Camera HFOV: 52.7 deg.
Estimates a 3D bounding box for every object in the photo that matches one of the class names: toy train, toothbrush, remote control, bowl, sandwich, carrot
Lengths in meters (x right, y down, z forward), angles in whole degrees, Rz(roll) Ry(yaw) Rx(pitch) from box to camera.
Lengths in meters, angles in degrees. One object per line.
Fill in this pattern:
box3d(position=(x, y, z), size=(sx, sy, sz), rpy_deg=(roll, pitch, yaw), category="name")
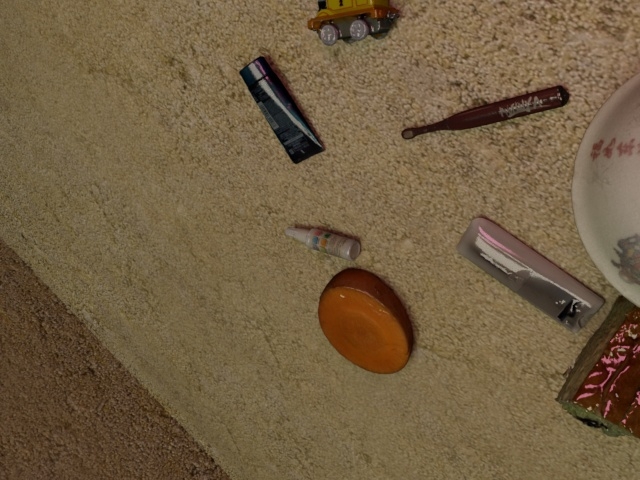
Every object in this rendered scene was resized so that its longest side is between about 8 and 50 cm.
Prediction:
box3d(position=(0.065, -0.471, 1.330), size=(0.220, 0.089, 0.127), rpy_deg=(5, 108, 39), category="toy train")
box3d(position=(0.311, -0.245, 1.291), size=(0.364, 0.041, 0.040), rpy_deg=(-8, 110, 43), category="toothbrush")
box3d(position=(0.433, 0.077, 1.374), size=(0.313, 0.055, 0.109), rpy_deg=(37, 134, 16), category="remote control")
box3d(position=(0.584, -0.082, 0.888), size=(0.435, 0.196, 0.434), rpy_deg=(-1, 87, 14), category="bowl")
box3d(position=(0.554, 0.225, 1.177), size=(0.131, 0.262, 0.325), rpy_deg=(33, 175, 16), category="sandwich")
box3d(position=(0.123, 0.221, 1.711), size=(0.259, 0.100, 0.307), rpy_deg=(-17, 111, 43), category="carrot")

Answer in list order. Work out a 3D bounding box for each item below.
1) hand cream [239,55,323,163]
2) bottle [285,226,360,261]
box3d(position=(-0.100, -0.316, 1.589), size=(0.120, 0.061, 0.270), rpy_deg=(-19, 107, 47), category="hand cream")
box3d(position=(0.000, 0.000, 1.691), size=(0.217, 0.060, 0.060), rpy_deg=(17, 125, 31), category="bottle")
